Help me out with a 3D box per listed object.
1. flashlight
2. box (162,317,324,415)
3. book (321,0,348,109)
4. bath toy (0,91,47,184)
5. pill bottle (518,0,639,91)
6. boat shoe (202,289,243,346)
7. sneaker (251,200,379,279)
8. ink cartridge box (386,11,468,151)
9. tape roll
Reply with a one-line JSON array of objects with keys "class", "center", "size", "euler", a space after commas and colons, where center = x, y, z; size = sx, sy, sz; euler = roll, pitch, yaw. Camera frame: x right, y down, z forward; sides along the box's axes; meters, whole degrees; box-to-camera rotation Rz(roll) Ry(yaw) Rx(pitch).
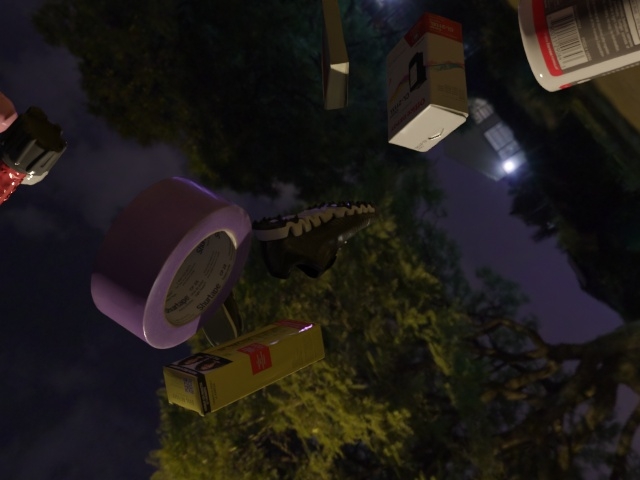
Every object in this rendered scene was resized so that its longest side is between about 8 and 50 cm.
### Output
[{"class": "flashlight", "center": [-0.530, -0.075, 0.982], "size": [0.103, 0.304, 0.103], "euler": [43, -157, -24]}, {"class": "box", "center": [-0.104, 0.176, 0.875], "size": [0.232, 0.087, 0.058], "euler": [-15, -78, -43]}, {"class": "book", "center": [0.016, -0.258, 0.847], "size": [0.144, 0.035, 0.096], "euler": [89, 173, -80]}, {"class": "bath toy", "center": [-0.634, -0.261, 1.144], "size": [0.348, 0.129, 0.151], "euler": [57, -162, -27]}, {"class": "pill bottle", "center": [0.493, -0.363, 0.939], "size": [0.176, 0.319, 0.176], "euler": [19, -114, -49]}, {"class": "boat shoe", "center": [-0.290, 0.139, 1.595], "size": [0.091, 0.115, 0.302], "euler": [-40, -64, -75]}, {"class": "sneaker", "center": [0.000, 0.000, 0.920], "size": [0.234, 0.078, 0.106], "euler": [-16, -75, -40]}, {"class": "ink cartridge box", "center": [0.168, -0.252, 0.973], "size": [0.073, 0.127, 0.175], "euler": [11, -114, -22]}, {"class": "tape roll", "center": [-0.169, 0.026, 0.708], "size": [0.080, 0.188, 0.189], "euler": [28, -164, 18]}]
